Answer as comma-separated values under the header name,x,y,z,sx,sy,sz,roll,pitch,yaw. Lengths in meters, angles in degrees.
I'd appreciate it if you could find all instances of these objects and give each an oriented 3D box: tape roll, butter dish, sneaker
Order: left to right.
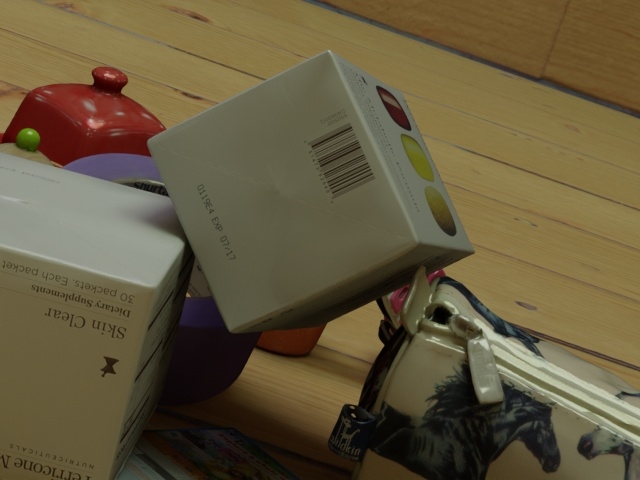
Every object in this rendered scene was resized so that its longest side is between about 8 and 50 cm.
name,x,y,z,sx,sy,sz,roll,pitch,yaw
butter dish,-0.211,-0.105,1.763,0.160,0.118,0.160,31,19,38
tape roll,-0.126,0.026,1.383,0.189,0.080,0.189,19,34,-13
sneaker,0.073,0.059,1.563,0.075,0.063,0.170,18,-28,45

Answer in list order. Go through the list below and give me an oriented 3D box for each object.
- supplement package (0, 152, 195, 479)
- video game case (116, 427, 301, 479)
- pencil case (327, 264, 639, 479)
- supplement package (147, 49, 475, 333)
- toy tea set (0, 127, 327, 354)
name,x,y,z,sx,sy,sz,roll,pitch,yaw
supplement package,-0.226,0.035,1.184,0.262,0.145,0.204,14,15,2
video game case,-0.083,0.156,1.220,0.166,0.015,0.119,3,22,-45
pencil case,0.216,0.167,1.243,0.410,0.160,0.183,23,-27,12
supplement package,0.002,-0.026,1.270,0.139,0.134,0.244,66,11,6
toy tea set,-0.116,-0.018,1.566,0.336,0.124,0.200,16,16,-14
